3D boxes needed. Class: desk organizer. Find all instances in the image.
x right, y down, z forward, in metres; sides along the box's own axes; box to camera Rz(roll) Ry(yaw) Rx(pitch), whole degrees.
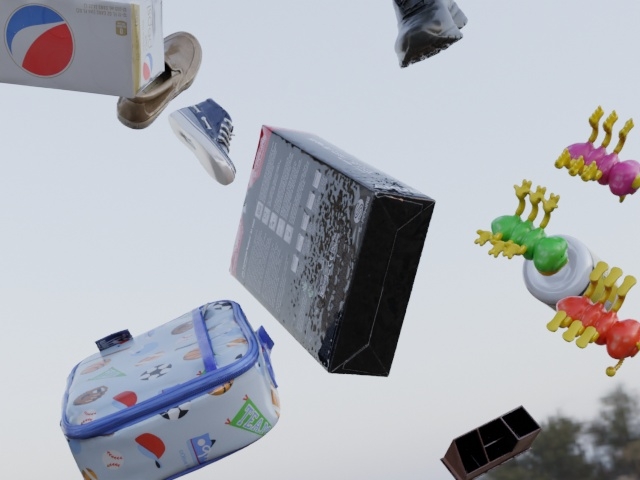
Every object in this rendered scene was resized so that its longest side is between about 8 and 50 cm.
[{"bbox_3d":[0.226,0.269,1.413,0.130,0.047,0.050,-19,-35,-31],"label":"desk organizer"}]

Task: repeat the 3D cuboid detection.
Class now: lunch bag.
[{"bbox_3d":[-0.164,0.163,1.211,0.243,0.115,0.303,-24,14,-5],"label":"lunch bag"}]

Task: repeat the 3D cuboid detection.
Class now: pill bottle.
[{"bbox_3d":[0.373,0.064,1.563,0.103,0.103,0.184,-17,-26,28],"label":"pill bottle"}]

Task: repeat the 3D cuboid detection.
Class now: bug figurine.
[{"bbox_3d":[0.293,-0.011,1.059,0.279,0.216,0.072,-46,-32,-14],"label":"bug figurine"}]

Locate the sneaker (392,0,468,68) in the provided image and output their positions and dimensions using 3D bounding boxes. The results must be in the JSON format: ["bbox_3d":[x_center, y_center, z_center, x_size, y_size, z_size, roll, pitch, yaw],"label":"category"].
[{"bbox_3d":[0.148,-0.346,1.621,0.109,0.130,0.286,-24,15,16],"label":"sneaker"}]

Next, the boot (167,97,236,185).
[{"bbox_3d":[-0.169,-0.168,1.748,0.086,0.190,0.069,-29,-36,-19],"label":"boot"}]

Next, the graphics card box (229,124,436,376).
[{"bbox_3d":[0.000,0.000,1.400,0.094,0.233,0.371,8,13,-26],"label":"graphics card box"}]

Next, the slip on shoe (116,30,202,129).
[{"bbox_3d":[-0.152,-0.162,1.024,0.051,0.135,0.041,28,-39,6],"label":"slip on shoe"}]

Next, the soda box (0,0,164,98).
[{"bbox_3d":[-0.229,-0.161,0.797,0.216,0.074,0.069,7,27,8],"label":"soda box"}]
